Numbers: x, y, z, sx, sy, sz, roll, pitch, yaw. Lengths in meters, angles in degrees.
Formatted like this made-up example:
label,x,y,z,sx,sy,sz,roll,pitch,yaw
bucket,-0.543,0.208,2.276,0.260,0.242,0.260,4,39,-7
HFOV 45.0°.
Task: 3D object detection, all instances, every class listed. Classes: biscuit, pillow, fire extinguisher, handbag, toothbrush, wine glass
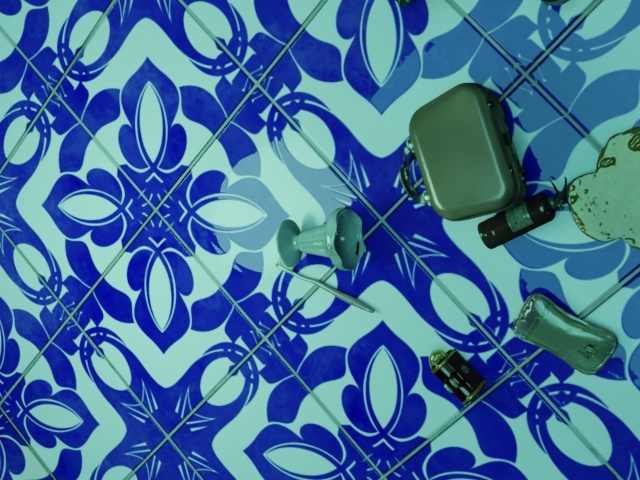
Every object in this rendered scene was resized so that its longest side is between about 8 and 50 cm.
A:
label,x,y,z,sx,sy,sz,roll,pitch,yaw
biscuit,0.731,-0.120,1.686,0.375,0.051,0.270,-18,89,29
pillow,0.574,0.224,1.828,0.232,0.038,0.131,31,113,14
fire extinguisher,0.476,-0.069,1.798,0.231,0.071,0.099,-31,60,30
handbag,0.312,-0.187,1.796,0.283,0.149,0.302,-21,83,29
toothbrush,0.011,0.120,2.072,0.307,0.025,0.030,26,101,19
wine glass,0.000,0.000,1.993,0.196,0.165,0.165,-3,98,33

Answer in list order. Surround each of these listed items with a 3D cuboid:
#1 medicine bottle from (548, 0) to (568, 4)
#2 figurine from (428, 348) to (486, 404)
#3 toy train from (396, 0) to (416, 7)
label,x,y,z,sx,sy,sz,roll,pitch,yaw
medicine bottle,0.477,-0.551,1.612,0.095,0.260,0.095,4,99,25
figurine,0.327,0.340,1.929,0.154,0.098,0.082,45,117,8
toy train,0.237,-0.672,1.734,0.120,0.202,0.301,35,111,10
